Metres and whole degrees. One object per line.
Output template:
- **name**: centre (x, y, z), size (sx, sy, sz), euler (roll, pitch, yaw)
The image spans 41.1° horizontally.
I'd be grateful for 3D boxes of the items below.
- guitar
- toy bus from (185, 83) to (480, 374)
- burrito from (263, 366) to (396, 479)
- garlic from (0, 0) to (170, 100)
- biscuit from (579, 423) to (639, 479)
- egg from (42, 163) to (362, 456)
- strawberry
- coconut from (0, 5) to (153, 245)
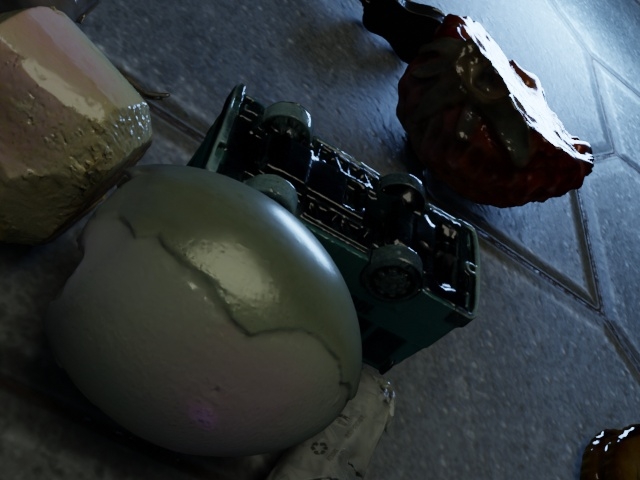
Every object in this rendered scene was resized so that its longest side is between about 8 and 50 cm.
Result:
- **guitar**: centre (0.053, -0.337, 1.160), size (0.271, 0.084, 0.038), euler (32, 41, -12)
- **toy bus**: centre (0.000, 0.000, 0.732), size (0.256, 0.147, 0.128), euler (30, 41, -17)
- **burrito**: centre (0.008, 0.169, 0.664), size (0.064, 0.064, 0.203), euler (48, 37, -2)
- **garlic**: centre (-0.228, -0.217, 0.671), size (0.207, 0.207, 0.257), euler (-24, 90, -53)
- **biscuit**: centre (0.371, 0.299, 0.916), size (0.220, 0.066, 0.220), euler (27, 41, -26)
- **egg**: centre (-0.067, 0.056, 0.579), size (0.217, 0.183, 0.183), euler (29, 40, -11)
- **strawberry**: centre (0.225, -0.141, 1.110), size (0.336, 0.149, 0.265), euler (6, 47, -56)
- **coconut**: centre (-0.209, -0.087, 0.602), size (0.153, 0.147, 0.147), euler (47, 36, -6)
